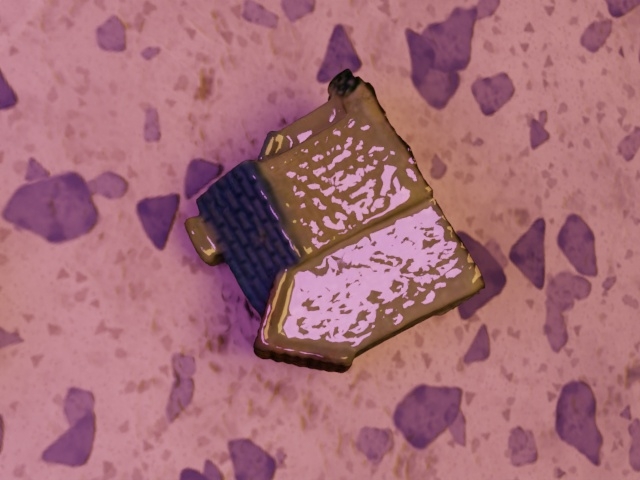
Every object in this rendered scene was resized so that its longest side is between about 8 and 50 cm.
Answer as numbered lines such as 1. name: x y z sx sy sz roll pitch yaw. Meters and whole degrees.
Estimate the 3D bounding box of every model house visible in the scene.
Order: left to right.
1. model house: 0.000 0.000 1.462 0.189 0.195 0.214 -31 88 -6
